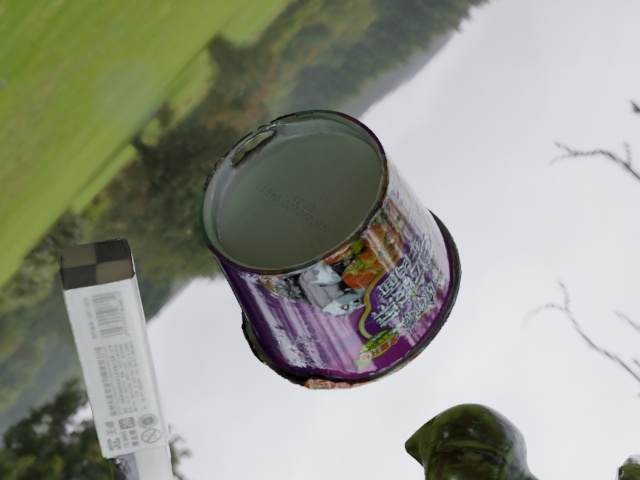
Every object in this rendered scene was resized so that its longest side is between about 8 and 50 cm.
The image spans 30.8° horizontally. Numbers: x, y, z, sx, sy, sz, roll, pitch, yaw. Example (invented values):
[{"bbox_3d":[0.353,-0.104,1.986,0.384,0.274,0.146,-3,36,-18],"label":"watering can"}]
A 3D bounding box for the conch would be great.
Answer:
[{"bbox_3d":[0.173,0.255,1.220,0.124,0.181,0.187,-35,155,14],"label":"conch"}]

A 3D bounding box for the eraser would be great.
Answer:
[{"bbox_3d":[-0.275,0.182,1.604,0.098,0.404,0.096,-10,-140,-8],"label":"eraser"}]

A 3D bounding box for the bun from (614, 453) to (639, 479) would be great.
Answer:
[{"bbox_3d":[0.371,0.311,1.039,0.263,0.263,0.175,-114,-139,-85],"label":"bun"}]

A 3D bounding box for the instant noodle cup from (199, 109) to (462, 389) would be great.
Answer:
[{"bbox_3d":[0.000,0.000,1.176,0.251,0.251,0.190,-47,143,-13],"label":"instant noodle cup"}]
